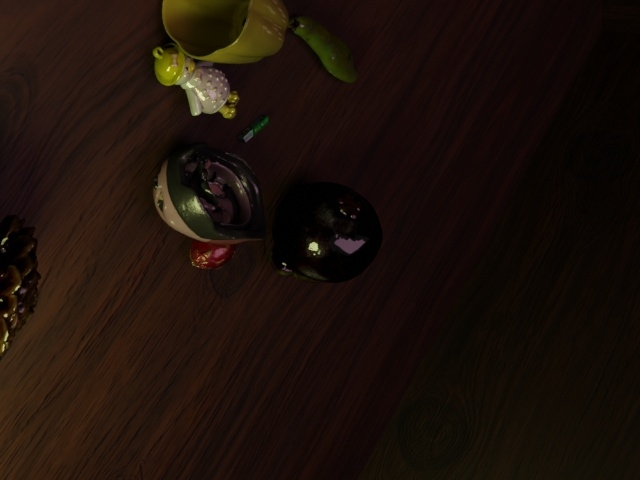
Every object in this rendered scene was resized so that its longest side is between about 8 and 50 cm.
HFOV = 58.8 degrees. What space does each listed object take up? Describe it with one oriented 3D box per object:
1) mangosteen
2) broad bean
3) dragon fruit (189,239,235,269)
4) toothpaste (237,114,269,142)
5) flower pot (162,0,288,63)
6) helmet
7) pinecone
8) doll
[{"bbox_3d":[0.000,0.000,1.416,0.275,0.275,0.302,-23,158,-45],"label":"mangosteen"},{"bbox_3d":[0.006,-0.452,1.318,0.325,0.067,0.075,18,63,-53],"label":"broad bean"},{"bbox_3d":[-0.215,-0.014,1.243,0.190,0.094,0.094,-64,147,-26],"label":"dragon fruit"},{"bbox_3d":[-0.147,-0.247,1.256,0.083,0.020,0.017,-48,138,-26],"label":"toothpaste"},{"bbox_3d":[-0.155,-0.411,1.030,0.179,0.195,0.195,-10,117,-63],"label":"flower pot"},{"bbox_3d":[-0.229,-0.080,1.130,0.253,0.154,0.198,42,36,-63],"label":"helmet"},{"bbox_3d":[-0.524,0.058,0.745,0.292,0.246,0.246,7,103,-38],"label":"pinecone"},{"bbox_3d":[-0.234,-0.300,1.063,0.207,0.081,0.129,29,66,-53],"label":"doll"}]
